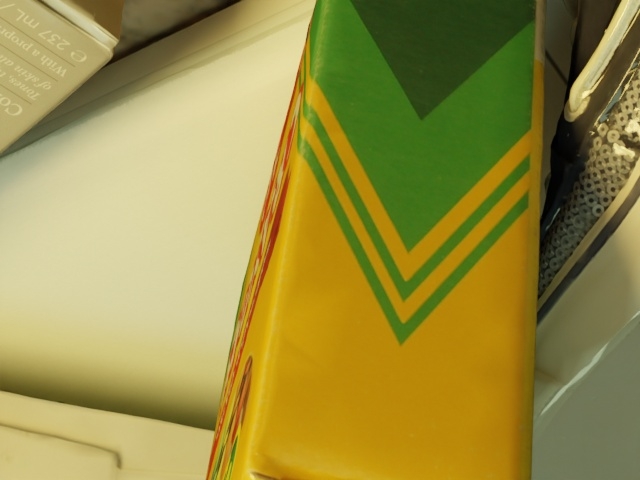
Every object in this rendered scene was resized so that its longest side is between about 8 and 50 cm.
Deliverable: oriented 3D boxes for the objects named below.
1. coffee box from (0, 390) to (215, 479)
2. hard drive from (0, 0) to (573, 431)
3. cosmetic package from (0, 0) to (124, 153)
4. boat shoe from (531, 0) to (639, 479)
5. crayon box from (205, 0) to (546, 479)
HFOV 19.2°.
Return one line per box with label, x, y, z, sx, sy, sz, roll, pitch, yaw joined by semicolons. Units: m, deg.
coffee box;-0.152;0.285;0.870;0.338;0.337;0.334;10;152;-4
hard drive;0.000;0.000;0.822;0.353;0.047;0.233;-22;128;27
cosmetic package;-0.192;-0.073;0.736;0.127;0.107;0.238;33;127;-27
boat shoe;0.130;-0.039;0.652;0.127;0.158;0.340;12;123;-27
crayon box;0.009;0.059;0.622;0.081;0.318;0.202;12;134;-4
